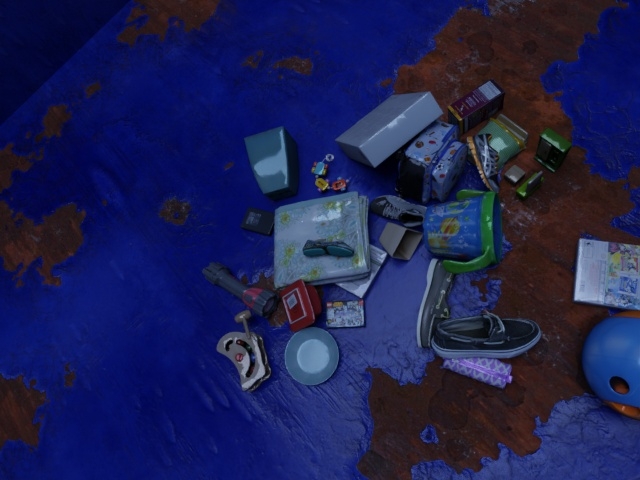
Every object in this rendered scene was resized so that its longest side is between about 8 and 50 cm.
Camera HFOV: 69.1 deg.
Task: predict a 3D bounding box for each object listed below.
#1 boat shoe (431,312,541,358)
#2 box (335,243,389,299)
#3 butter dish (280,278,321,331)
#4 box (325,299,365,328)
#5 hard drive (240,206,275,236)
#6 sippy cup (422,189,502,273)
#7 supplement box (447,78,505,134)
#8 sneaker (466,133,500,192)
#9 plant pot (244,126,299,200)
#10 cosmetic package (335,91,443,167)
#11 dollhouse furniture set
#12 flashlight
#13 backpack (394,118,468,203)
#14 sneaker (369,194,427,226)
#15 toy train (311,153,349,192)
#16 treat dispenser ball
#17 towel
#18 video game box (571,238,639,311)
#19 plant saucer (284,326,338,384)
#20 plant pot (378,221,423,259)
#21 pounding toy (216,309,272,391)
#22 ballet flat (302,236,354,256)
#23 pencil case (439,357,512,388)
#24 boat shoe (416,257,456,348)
[{"bbox_3d":[0.506,0.281,1.396,0.336,0.119,0.121,-9,41,-4],"label":"boat shoe"},{"bbox_3d":[0.136,0.097,1.659,0.145,0.038,0.186,27,80,24],"label":"box"},{"bbox_3d":[-0.049,0.224,1.637,0.160,0.118,0.159,-37,67,47],"label":"butter dish"},{"bbox_3d":[0.087,0.258,1.625,0.137,0.027,0.093,-6,69,15],"label":"box"},{"bbox_3d":[-0.241,-0.076,1.841,0.135,0.022,0.094,15,75,21],"label":"hard drive"},{"bbox_3d":[0.461,-0.037,1.515,0.224,0.306,0.239,-2,100,28],"label":"sippy cup"},{"bbox_3d":[0.565,-0.484,1.689,0.188,0.104,0.080,-33,65,4],"label":"supplement box"},{"bbox_3d":[0.559,-0.260,1.548,0.083,0.084,0.214,-20,85,17],"label":"sneaker"},{"bbox_3d":[-0.176,-0.289,1.822,0.166,0.166,0.234,-14,75,12],"label":"plant pot"},{"bbox_3d":[0.224,-0.397,1.640,0.284,0.377,0.097,-40,108,3],"label":"cosmetic package"},{"bbox_3d":[0.646,-0.313,1.580,0.198,0.151,0.301,-42,65,0],"label":"dollhouse furniture set"},{"bbox_3d":[-0.296,0.176,1.737,0.304,0.103,0.103,28,56,28],"label":"flashlight"},{"bbox_3d":[0.388,-0.281,1.600,0.213,0.276,0.263,23,72,15],"label":"backpack"},{"bbox_3d":[0.270,-0.101,1.625,0.229,0.132,0.086,13,107,20],"label":"sneaker"},{"bbox_3d":[0.037,-0.246,1.805,0.125,0.046,0.166,-24,70,7],"label":"toy train"},{"bbox_3d":[0.852,0.327,1.224,0.289,0.288,0.287,-5,71,15],"label":"treat dispenser ball"},{"bbox_3d":[0.000,0.000,1.681,0.375,0.090,0.320,-10,64,21],"label":"towel"},{"bbox_3d":[0.884,0.105,1.423,0.187,0.048,0.205,8,75,21],"label":"video game box"},{"bbox_3d":[-0.027,0.400,1.607,0.195,0.037,0.194,-5,70,15],"label":"plant saucer"},{"bbox_3d":[0.270,-0.007,1.609,0.096,0.109,0.109,39,109,41],"label":"plant pot"},{"bbox_3d":[-0.285,0.389,1.624,0.154,0.155,0.269,-22,67,4],"label":"pounding toy"},{"bbox_3d":[0.028,0.017,1.580,0.189,0.070,0.070,1,72,21],"label":"ballet flat"},{"bbox_3d":[0.479,0.385,1.430,0.206,0.088,0.086,15,77,20],"label":"pencil case"},{"bbox_3d":[0.381,0.206,1.509,0.091,0.109,0.304,8,71,24],"label":"boat shoe"}]
